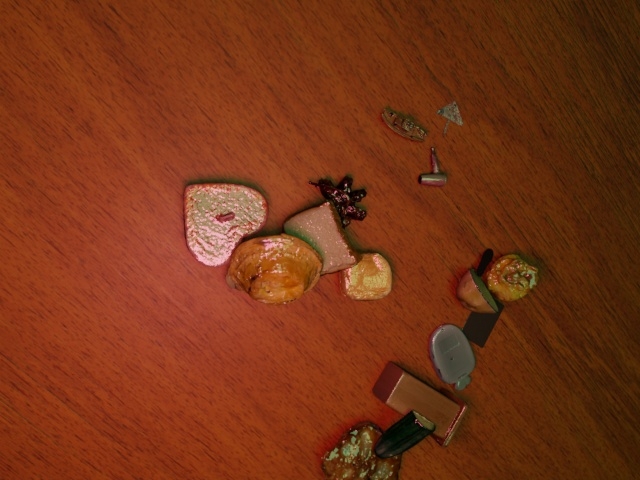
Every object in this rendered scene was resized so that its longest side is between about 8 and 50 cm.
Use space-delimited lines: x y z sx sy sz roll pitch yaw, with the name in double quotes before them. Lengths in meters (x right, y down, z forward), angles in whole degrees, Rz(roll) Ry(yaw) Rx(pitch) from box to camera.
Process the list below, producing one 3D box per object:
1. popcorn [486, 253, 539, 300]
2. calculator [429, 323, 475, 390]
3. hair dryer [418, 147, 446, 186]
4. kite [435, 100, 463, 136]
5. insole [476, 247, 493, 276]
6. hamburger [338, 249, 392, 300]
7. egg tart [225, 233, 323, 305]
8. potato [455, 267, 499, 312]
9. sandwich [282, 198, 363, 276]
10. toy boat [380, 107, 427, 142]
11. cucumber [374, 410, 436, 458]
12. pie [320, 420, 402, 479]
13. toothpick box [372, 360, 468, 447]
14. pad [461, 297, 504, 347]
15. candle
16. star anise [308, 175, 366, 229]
"popcorn" 0.793 0.158 1.841 0.197 0.155 0.198 -1 101 -6
"calculator" 0.553 0.490 1.846 0.185 0.041 0.299 -26 99 -14
"hair dryer" 0.445 -0.293 1.765 0.106 0.054 0.154 5 82 -13
"kite" 0.521 -0.492 1.788 0.139 0.011 0.157 20 87 -15
"insole" 0.689 0.091 1.856 0.053 0.002 0.153 42 63 -14
"hamburger" 0.169 0.136 1.672 0.213 0.108 0.214 -1 93 -18
"egg tart" -0.148 0.123 1.492 0.340 0.129 0.341 -7 139 -6
"potato" 0.621 0.226 1.807 0.117 0.182 0.202 -35 114 21
"sandwich" 0.000 0.000 1.578 0.226 0.087 0.251 -22 102 24
"toy boat" 0.318 -0.439 1.697 0.206 0.072 0.065 26 84 -18
"cucumber" 0.301 0.739 1.637 0.115 0.063 0.244 43 106 -9
"pie" 0.163 0.864 1.723 0.354 0.103 0.288 39 82 -20
"toothpick box" 0.379 0.626 1.737 0.308 0.187 0.190 33 85 -12
"pad" 0.694 0.339 1.899 0.142 0.003 0.212 32 84 -16
"candle" -0.341 -0.085 1.495 0.317 0.131 0.287 -45 102 -10
"star anise" 0.076 -0.137 1.620 0.220 0.125 0.190 -11 101 -19
